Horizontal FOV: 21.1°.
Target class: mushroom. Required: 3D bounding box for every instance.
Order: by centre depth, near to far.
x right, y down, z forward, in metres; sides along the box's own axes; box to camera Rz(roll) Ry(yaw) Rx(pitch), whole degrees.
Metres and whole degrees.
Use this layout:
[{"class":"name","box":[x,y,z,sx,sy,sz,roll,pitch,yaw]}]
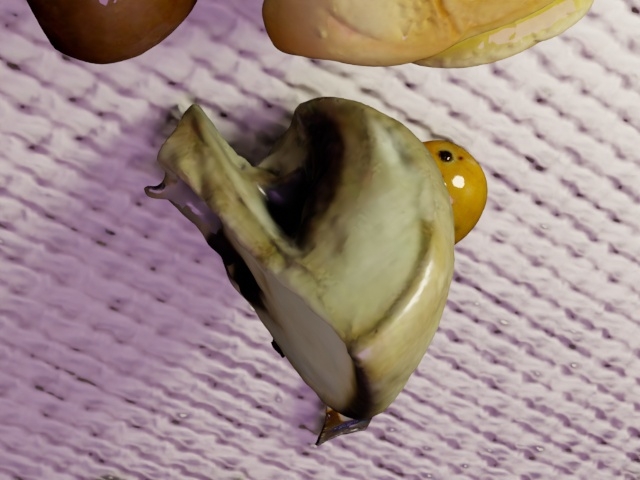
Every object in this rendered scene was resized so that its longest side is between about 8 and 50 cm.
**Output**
[{"class":"mushroom","box":[0.006,0.006,1.505,0.212,0.292,0.217,-50,154,-14]}]

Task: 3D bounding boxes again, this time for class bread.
[{"class":"bread","box":[0.089,-0.264,1.314,0.316,0.211,0.270,-17,140,6]}]

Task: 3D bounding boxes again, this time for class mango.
[{"class":"mango","box":[0.079,-0.026,1.577,0.163,0.089,0.111,-31,133,19]}]

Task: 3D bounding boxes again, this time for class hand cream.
[{"class":"hand cream","box":[0.028,0.150,1.741,0.062,0.039,0.163,-19,136,-24]}]

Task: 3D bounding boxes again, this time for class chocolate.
[{"class":"chocolate","box":[-0.150,-0.221,1.296,0.177,0.176,0.176,-9,131,-11]}]
